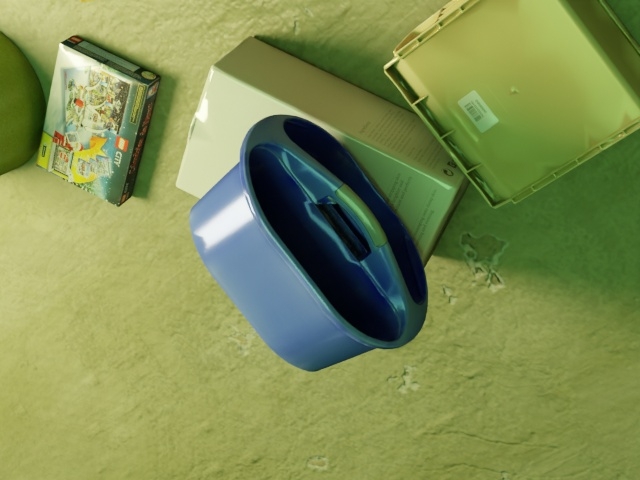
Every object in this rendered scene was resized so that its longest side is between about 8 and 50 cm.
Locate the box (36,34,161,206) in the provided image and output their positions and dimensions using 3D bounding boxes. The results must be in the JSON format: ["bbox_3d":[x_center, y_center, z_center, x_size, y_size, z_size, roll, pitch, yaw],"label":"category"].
[{"bbox_3d":[-0.354,-0.186,1.895,0.159,0.044,0.233,26,124,8],"label":"box"}]

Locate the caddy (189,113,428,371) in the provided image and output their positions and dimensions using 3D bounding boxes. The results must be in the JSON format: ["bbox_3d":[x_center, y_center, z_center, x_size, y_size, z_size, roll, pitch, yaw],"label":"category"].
[{"bbox_3d":[0.000,0.000,1.544,0.179,0.241,0.341,-31,101,38],"label":"caddy"}]

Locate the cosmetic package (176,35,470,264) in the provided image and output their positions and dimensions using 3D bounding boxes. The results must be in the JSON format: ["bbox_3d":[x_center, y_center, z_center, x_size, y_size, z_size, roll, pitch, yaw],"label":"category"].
[{"bbox_3d":[0.007,-0.107,1.720,0.385,0.156,0.217,29,124,8],"label":"cosmetic package"}]

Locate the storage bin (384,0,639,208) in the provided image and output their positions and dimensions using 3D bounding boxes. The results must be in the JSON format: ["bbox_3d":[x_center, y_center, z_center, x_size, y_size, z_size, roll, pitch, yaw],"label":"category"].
[{"bbox_3d":[0.265,-0.215,1.569,0.260,0.123,0.262,-33,101,34],"label":"storage bin"}]

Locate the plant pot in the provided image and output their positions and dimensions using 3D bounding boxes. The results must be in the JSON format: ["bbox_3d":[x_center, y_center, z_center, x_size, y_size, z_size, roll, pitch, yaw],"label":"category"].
[{"bbox_3d":[-0.624,-0.175,1.866,0.275,0.293,0.275,10,120,18],"label":"plant pot"}]
